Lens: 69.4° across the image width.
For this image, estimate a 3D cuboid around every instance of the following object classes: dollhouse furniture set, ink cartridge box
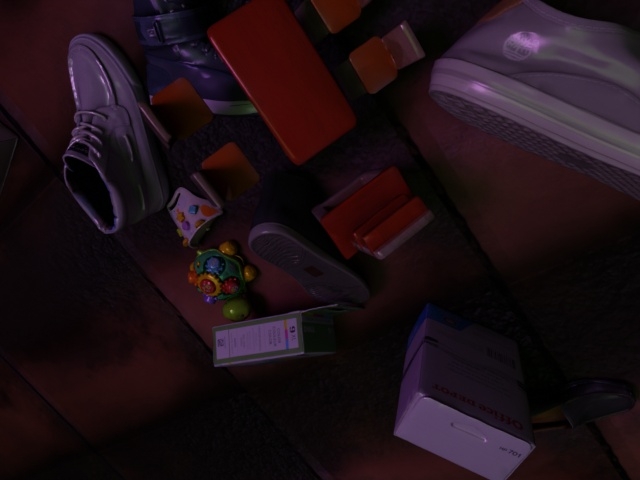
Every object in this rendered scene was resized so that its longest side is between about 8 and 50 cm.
[{"bbox_3d":[-0.004,-0.113,0.462,0.262,0.135,0.259,-38,106,-8],"label":"dollhouse furniture set"},{"bbox_3d":[-0.044,0.145,0.687,0.209,0.109,0.062,-15,72,23],"label":"ink cartridge box"},{"bbox_3d":[0.181,0.183,0.595,0.140,0.190,0.082,24,120,5],"label":"ink cartridge box"}]

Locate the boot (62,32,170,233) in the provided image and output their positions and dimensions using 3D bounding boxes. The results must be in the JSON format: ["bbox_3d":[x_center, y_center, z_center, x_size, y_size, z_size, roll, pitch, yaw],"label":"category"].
[{"bbox_3d":[-0.292,-0.139,0.619,0.095,0.123,0.258,-8,113,21],"label":"boot"}]

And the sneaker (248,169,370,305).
[{"bbox_3d":[0.000,0.000,0.632,0.083,0.118,0.222,-20,138,30],"label":"sneaker"}]

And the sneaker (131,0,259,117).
[{"bbox_3d":[-0.116,-0.232,0.540,0.226,0.086,0.163,5,118,15],"label":"sneaker"}]

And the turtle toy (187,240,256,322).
[{"bbox_3d":[-0.150,0.068,0.713,0.095,0.066,0.130,-30,104,28],"label":"turtle toy"}]

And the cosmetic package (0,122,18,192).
[{"bbox_3d":[-0.654,-0.190,0.715,0.309,0.113,0.160,40,121,-5],"label":"cosmetic package"}]

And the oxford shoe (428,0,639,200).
[{"bbox_3d":[0.327,-0.103,0.434,0.450,0.169,0.130,27,99,3],"label":"oxford shoe"}]

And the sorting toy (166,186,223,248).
[{"bbox_3d":[-0.201,-0.038,0.697,0.075,0.045,0.083,49,121,12],"label":"sorting toy"}]

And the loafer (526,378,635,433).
[{"bbox_3d":[0.348,0.241,0.646,0.170,0.061,0.062,-22,106,25],"label":"loafer"}]
